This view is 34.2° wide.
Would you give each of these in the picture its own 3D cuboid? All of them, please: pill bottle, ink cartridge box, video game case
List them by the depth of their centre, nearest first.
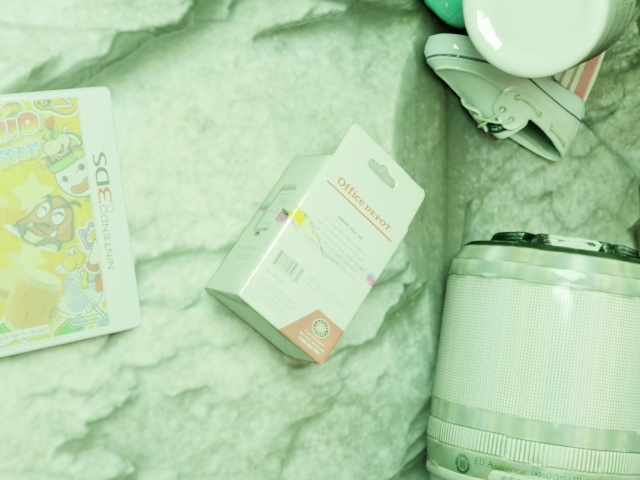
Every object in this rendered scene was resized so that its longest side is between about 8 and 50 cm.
[{"bbox_3d":[-0.261,-0.010,0.821,0.227,0.026,0.206,-11,97,-32],"label":"video game case"},{"bbox_3d":[0.000,0.000,0.969,0.115,0.067,0.198,43,71,-27],"label":"ink cartridge box"},{"bbox_3d":[0.231,-0.232,0.999,0.229,0.131,0.131,-30,110,-60],"label":"pill bottle"}]

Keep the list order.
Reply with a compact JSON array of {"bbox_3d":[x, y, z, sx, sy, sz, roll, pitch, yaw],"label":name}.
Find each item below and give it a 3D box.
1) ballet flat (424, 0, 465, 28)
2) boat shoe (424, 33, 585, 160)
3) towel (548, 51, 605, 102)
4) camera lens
[{"bbox_3d":[0.160,-0.337,1.059,0.087,0.083,0.247,25,76,-17],"label":"ballet flat"},{"bbox_3d":[0.196,-0.144,1.082,0.226,0.083,0.075,18,81,-33],"label":"boat shoe"},{"bbox_3d":[0.253,-0.257,1.153,0.197,0.029,0.144,34,73,-32],"label":"towel"},{"bbox_3d":[0.223,0.137,1.027,0.219,0.219,0.274,11,85,-33],"label":"camera lens"}]
